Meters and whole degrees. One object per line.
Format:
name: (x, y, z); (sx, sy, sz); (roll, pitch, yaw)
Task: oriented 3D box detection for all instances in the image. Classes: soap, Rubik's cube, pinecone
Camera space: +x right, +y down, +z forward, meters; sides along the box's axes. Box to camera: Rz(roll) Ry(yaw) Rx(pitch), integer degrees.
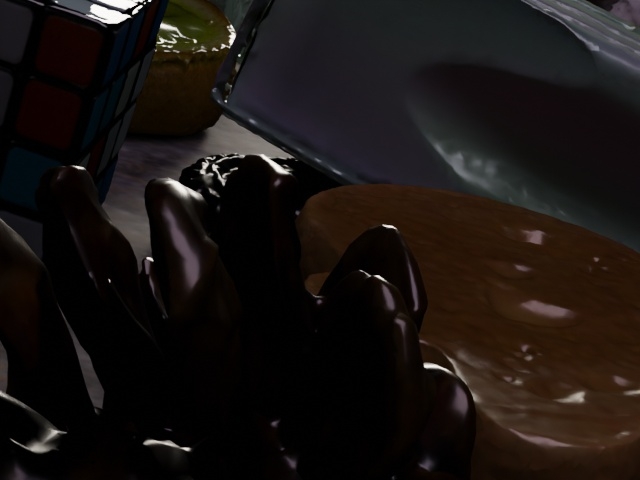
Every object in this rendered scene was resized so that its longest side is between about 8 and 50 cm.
soap: (0.162, -0.066, 1.241); (0.446, 0.156, 0.261); (26, 14, -7)
Rubik's cube: (-0.186, -0.089, 1.099); (0.155, 0.151, 0.154); (19, 19, 2)
pinecone: (-0.083, 0.089, 0.577); (0.309, 0.244, 0.244); (0, 24, -21)

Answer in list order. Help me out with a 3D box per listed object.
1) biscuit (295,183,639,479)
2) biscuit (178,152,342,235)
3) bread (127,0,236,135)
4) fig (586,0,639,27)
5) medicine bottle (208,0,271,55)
biscuit: (0.103, 0.051, 0.957); (0.275, 0.052, 0.355); (7, 17, -22)
biscuit: (0.000, 0.000, 1.169); (0.194, 0.053, 0.194); (17, 18, -6)
bread: (-0.169, -0.144, 1.397); (0.236, 0.070, 0.236); (15, 19, -5)
fig: (0.207, -0.125, 1.484); (0.214, 0.235, 0.235); (54, 16, -9)
medicine bottle: (-0.191, -0.266, 1.577); (0.318, 0.158, 0.158); (21, 19, 11)
